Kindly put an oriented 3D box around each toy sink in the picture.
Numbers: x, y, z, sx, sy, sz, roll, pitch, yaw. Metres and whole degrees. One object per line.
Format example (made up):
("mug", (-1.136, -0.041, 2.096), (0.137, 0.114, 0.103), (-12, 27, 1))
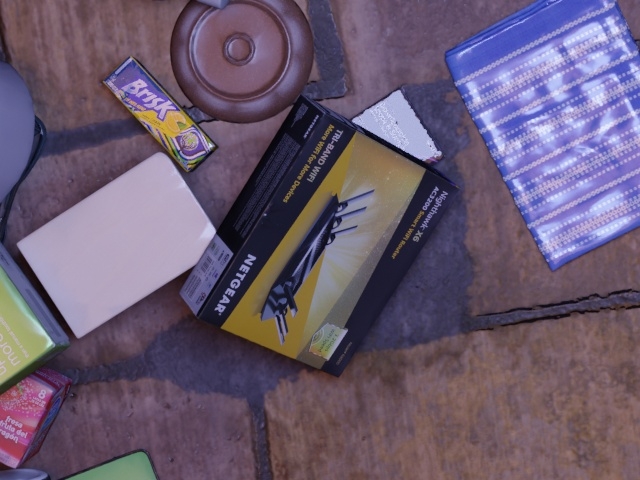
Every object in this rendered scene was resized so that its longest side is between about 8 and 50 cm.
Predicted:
("toy sink", (-0.257, 0.001, 1.905), (0.234, 0.131, 0.153), (-33, 92, 5))

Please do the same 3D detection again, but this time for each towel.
("towel", (0.342, -0.160, 1.907), (0.243, 0.040, 0.336), (-27, 92, 5))

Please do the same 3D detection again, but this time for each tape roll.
("tape roll", (-0.480, -0.143, 1.883), (0.219, 0.072, 0.219), (-7, 78, 34))

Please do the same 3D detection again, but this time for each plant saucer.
("plant saucer", (-0.108, -0.258, 1.928), (0.198, 0.036, 0.198), (0, 94, 4))

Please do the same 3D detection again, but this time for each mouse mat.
("mouse mat", (-0.279, 0.401, 1.994), (0.152, 0.007, 0.190), (-21, 91, 4))

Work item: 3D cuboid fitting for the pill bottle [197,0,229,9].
("pill bottle", (-0.244, -0.415, 1.860), (0.301, 0.169, 0.169), (23, 95, 2))

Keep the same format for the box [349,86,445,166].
("box", (0.072, -0.118, 1.930), (0.162, 0.029, 0.116), (-34, 92, 3))

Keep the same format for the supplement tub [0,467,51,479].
("supplement tub", (-0.421, 0.416, 1.947), (0.117, 0.117, 0.190), (-2, 93, 3))

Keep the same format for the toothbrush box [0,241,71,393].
("toothbrush box", (-0.496, 0.131, 1.806), (0.283, 0.122, 0.206), (-35, 87, -1))

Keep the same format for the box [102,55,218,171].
("box", (-0.215, -0.171, 1.927), (0.054, 0.059, 0.169), (-44, 91, 3))

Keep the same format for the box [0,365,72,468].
("box", (-0.485, 0.192, 1.930), (0.257, 0.128, 0.122), (26, 92, 2))

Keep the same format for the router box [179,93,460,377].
("router box", (0.000, 0.000, 1.845), (0.243, 0.081, 0.309), (25, 102, -34))

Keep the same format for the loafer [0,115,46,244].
("loafer", (-0.463, -0.056, 1.935), (0.096, 0.084, 0.267), (26, 95, 1))
